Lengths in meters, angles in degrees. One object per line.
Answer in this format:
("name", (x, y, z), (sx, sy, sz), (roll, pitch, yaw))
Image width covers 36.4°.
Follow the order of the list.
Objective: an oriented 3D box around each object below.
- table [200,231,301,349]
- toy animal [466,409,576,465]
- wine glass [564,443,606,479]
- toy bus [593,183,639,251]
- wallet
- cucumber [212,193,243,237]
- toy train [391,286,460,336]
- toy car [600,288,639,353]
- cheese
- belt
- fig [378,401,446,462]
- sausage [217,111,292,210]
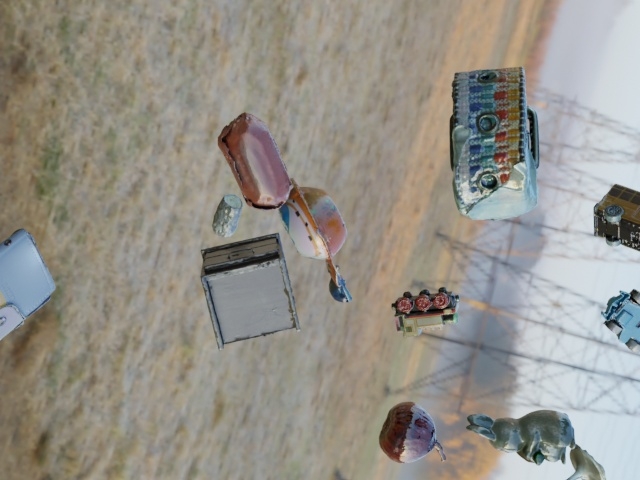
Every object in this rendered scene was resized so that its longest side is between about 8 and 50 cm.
("table", (-0.143, 0.095, 1.951), (0.193, 0.169, 0.172), (-111, -172, -77))
("toy animal", (0.442, 0.430, 2.163), (0.108, 0.236, 0.138), (86, 15, -46))
("wine glass", (0.518, 0.566, 2.189), (0.232, 0.156, 0.156), (-27, 151, -18))
("toy bus", (0.682, -0.033, 2.032), (0.114, 0.201, 0.098), (-45, 140, -26))
("wallet", (-0.553, 0.095, 1.609), (0.231, 0.069, 0.170), (-40, 143, -24))
("cucumber", (-0.220, -0.061, 2.304), (0.112, 0.064, 0.064), (112, 0, -48))
("toy train", (0.212, 0.142, 1.936), (0.050, 0.138, 0.087), (-46, 125, -67))
("toy car", (0.691, 0.165, 2.177), (0.126, 0.161, 0.098), (-55, -162, 13))
("cheese", (0.000, 0.000, 2.316), (0.217, 0.129, 0.329), (-123, -172, -64))
("belt", (0.291, -0.161, 1.637), (0.207, 0.150, 0.257), (16, 72, -76))
("fig", (0.186, 0.409, 2.009), (0.128, 0.150, 0.128), (-34, 165, -10))
("sausage", (-0.088, -0.106, 1.330), (0.141, 0.076, 0.076), (64, 26, -22))
